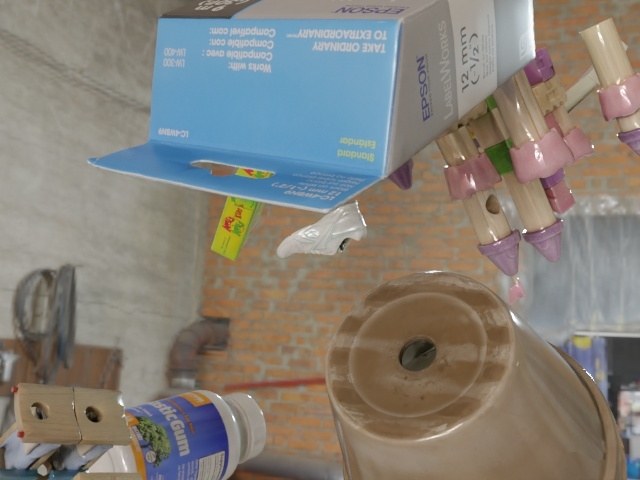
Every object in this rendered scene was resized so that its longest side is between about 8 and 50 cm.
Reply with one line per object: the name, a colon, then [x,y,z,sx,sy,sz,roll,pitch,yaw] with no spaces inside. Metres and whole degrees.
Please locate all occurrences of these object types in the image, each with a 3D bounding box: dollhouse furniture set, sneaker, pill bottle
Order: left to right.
dollhouse furniture set: [-0.279,0.264,0.823,0.129,0.183,0.129,17,-51,-44]
pill bottle: [-0.221,0.316,1.213,0.152,0.152,0.272,-7,0,45]
sneaker: [0.000,0.000,1.146,0.152,0.061,0.054,-28,-1,29]

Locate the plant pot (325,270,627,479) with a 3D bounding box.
plant pot: [0.141,0.185,0.841,0.323,0.323,0.280,-2,-38,28]

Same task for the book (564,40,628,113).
book: [0.421,-0.252,1.261,0.035,0.096,0.144,42,-21,2]

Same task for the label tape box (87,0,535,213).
label tape box: [0.000,-0.158,0.673,0.249,0.115,0.348,12,33,34]

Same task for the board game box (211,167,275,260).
board game box: [-0.107,-0.060,1.152,0.043,0.092,0.181,26,-40,-1]

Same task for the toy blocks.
toy blocks: [0.256,-0.091,1.028,0.288,0.260,0.309,-32,10,-37]
